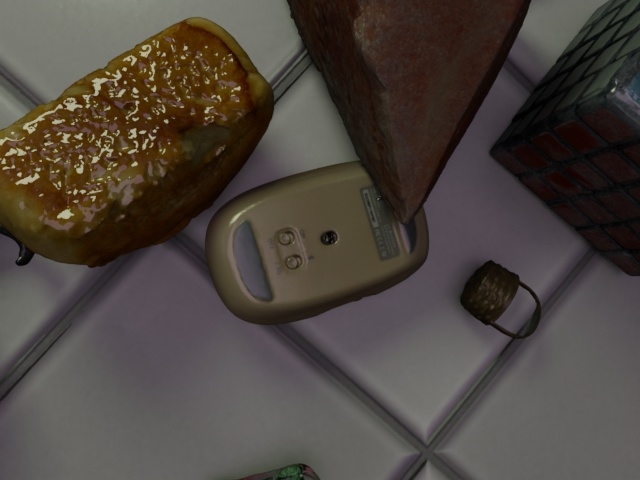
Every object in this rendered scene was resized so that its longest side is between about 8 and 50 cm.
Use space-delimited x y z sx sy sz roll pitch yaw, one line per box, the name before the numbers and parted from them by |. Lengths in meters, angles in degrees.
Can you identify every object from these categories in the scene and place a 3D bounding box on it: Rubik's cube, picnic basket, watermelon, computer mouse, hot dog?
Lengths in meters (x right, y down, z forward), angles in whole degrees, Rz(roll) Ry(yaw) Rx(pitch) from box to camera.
Rubik's cube | 0.360 -0.123 0.528 0.237 0.238 0.237 39 83 -5
picnic basket | 0.202 0.069 0.590 0.083 0.072 0.072 33 86 3
watermelon | 0.125 -0.194 0.494 0.250 0.283 0.293 -24 104 -2
computer mouse | 0.000 0.000 0.557 0.236 0.082 0.145 -19 91 -17
hot dog | -0.170 -0.082 0.502 0.256 0.153 0.150 -41 90 -19

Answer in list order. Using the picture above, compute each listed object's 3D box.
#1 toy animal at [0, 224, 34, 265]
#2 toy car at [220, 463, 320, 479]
toy animal | -0.361 -0.073 0.524 0.232 0.084 0.148 30 99 -3
toy car | -0.060 0.278 0.565 0.142 0.055 0.069 -16 91 7
